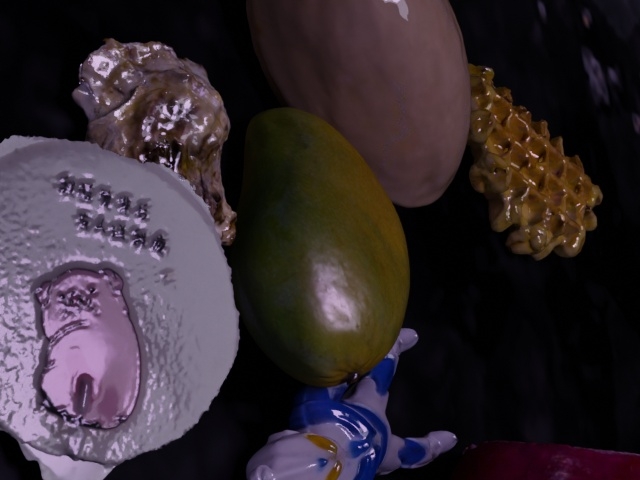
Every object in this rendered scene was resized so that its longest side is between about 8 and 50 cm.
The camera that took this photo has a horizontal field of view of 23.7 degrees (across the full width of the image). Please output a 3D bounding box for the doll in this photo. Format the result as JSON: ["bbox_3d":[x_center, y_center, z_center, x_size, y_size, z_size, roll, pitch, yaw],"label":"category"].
[{"bbox_3d":[0.021,0.128,0.953,0.227,0.057,0.114,-21,96,-58],"label":"doll"}]

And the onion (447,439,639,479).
[{"bbox_3d":[0.184,0.234,1.002,0.206,0.216,0.207,9,75,-49],"label":"onion"}]

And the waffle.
[{"bbox_3d":[0.171,-0.070,1.265,0.160,0.046,0.192,-44,112,-51],"label":"waffle"}]

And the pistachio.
[{"bbox_3d":[0.031,-0.124,1.032,0.226,0.136,0.136,65,34,-24],"label":"pistachio"}]

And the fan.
[{"bbox_3d":[-0.124,0.094,0.768,0.182,0.010,0.310,17,67,-29],"label":"fan"}]

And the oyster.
[{"bbox_3d":[-0.085,-0.033,0.870,0.108,0.053,0.165,6,79,-51],"label":"oyster"}]

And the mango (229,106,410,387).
[{"bbox_3d":[0.003,0.003,0.948,0.122,0.085,0.191,24,49,-23],"label":"mango"}]
